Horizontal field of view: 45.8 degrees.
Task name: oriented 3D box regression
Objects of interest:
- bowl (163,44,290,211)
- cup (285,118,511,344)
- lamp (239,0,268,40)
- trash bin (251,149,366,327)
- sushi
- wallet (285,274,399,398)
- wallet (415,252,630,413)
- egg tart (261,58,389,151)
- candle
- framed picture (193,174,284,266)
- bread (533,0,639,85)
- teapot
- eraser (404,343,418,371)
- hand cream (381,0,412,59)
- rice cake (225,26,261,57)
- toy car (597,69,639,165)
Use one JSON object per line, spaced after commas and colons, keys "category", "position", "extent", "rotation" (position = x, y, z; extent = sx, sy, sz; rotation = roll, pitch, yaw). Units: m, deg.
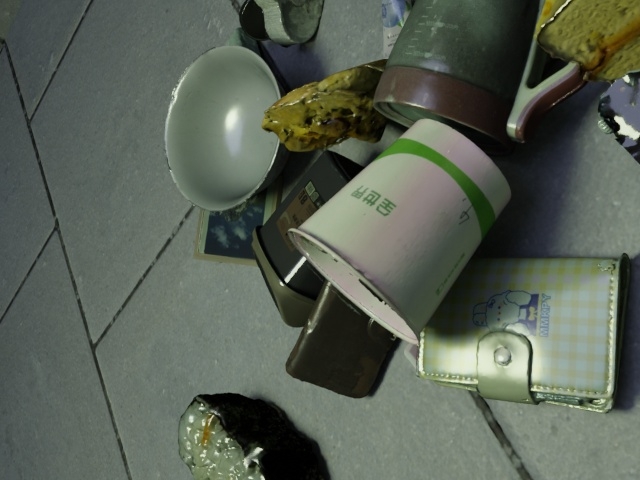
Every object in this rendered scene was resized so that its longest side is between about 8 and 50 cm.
{"category": "bowl", "position": [-0.162, -0.228, 1.608], "extent": [0.345, 0.157, 0.346], "rotation": [-1, 89, 39]}
{"category": "cup", "position": [0.125, -0.024, 1.128], "extent": [0.274, 0.253, 0.253], "rotation": [-49, 45, -8]}
{"category": "lamp", "position": [-0.143, -0.628, 1.743], "extent": [0.108, 0.130, 0.371], "rotation": [-26, 52, 29]}
{"category": "trash bin", "position": [0.000, 0.000, 1.396], "extent": [0.290, 0.182, 0.209], "rotation": [-52, 39, 20]}
{"category": "sushi", "position": [-0.136, 0.435, 1.469], "extent": [0.350, 0.170, 0.211], "rotation": [38, 112, 44]}
{"category": "wallet", "position": [0.066, 0.128, 1.318], "extent": [0.042, 0.165, 0.310], "rotation": [-94, 27, -72]}
{"category": "wallet", "position": [0.290, 0.127, 1.124], "extent": [0.309, 0.077, 0.224], "rotation": [0, 75, 42]}
{"category": "egg tart", "position": [0.035, -0.220, 1.331], "extent": [0.297, 0.297, 0.132], "rotation": [-22, 86, 42]}
{"category": "candle", "position": [-0.060, -0.513, 1.585], "extent": [0.068, 0.192, 0.168], "rotation": [12, 48, 46]}
{"category": "framed picture", "position": [-0.190, -0.048, 1.720], "extent": [0.281, 0.019, 0.209], "rotation": [2, 84, 46]}
{"category": "bread", "position": [0.411, -0.277, 0.966], "extent": [0.135, 0.240, 0.178], "rotation": [48, 122, 57]}
{"category": "teapot", "position": [0.268, -0.302, 1.141], "extent": [0.314, 0.233, 0.312], "rotation": [22, 94, 38]}
{"category": "eraser", "position": [0.189, 0.171, 1.274], "extent": [0.105, 0.026, 0.065], "rotation": [-57, 45, 23]}
{"category": "hand cream", "position": [0.144, -0.412, 1.416], "extent": [0.084, 0.053, 0.142], "rotation": [-2, 92, 46]}
{"category": "rice cake", "position": [-0.166, -0.391, 1.725], "extent": [0.069, 0.063, 0.207], "rotation": [-38, 57, 38]}
{"category": "toy car", "position": [0.456, -0.134, 1.004], "extent": [0.205, 0.056, 0.095], "rotation": [51, 125, 10]}
